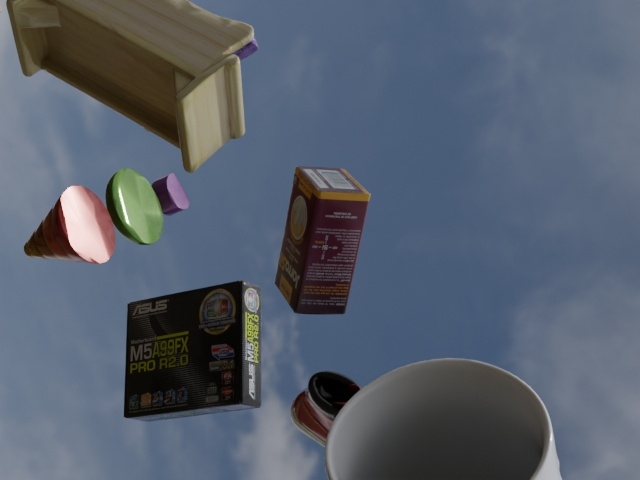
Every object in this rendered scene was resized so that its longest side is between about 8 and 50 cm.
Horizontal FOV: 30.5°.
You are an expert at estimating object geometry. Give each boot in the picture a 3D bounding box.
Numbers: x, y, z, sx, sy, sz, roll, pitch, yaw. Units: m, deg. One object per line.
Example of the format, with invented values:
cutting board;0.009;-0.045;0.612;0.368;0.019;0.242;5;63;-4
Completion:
boot;0.076;0.286;1.739;0.088;0.244;0.176;-58;179;-27

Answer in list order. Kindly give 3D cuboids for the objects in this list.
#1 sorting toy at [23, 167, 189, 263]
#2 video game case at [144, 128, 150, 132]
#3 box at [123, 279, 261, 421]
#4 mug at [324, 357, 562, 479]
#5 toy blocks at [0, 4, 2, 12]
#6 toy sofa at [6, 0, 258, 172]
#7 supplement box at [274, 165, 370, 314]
sorting toy;-0.344;-0.031;1.843;0.126;0.365;0.127;-21;-86;24
video game case;-0.279;-0.308;2.325;0.190;0.022;0.173;-54;-173;13
box;-0.227;0.199;2.069;0.270;0.060;0.216;-11;-109;32
mug;0.194;0.383;1.447;0.374;0.276;0.328;45;-24;50
toy blocks;-0.482;-0.283;1.325;0.190;0.261;0.382;-11;-82;30
toy sofa;-0.266;-0.270;1.710;0.362;0.177;0.150;30;-34;22
supplement box;0.000;0.000;1.669;0.104;0.080;0.188;-130;-133;-59
